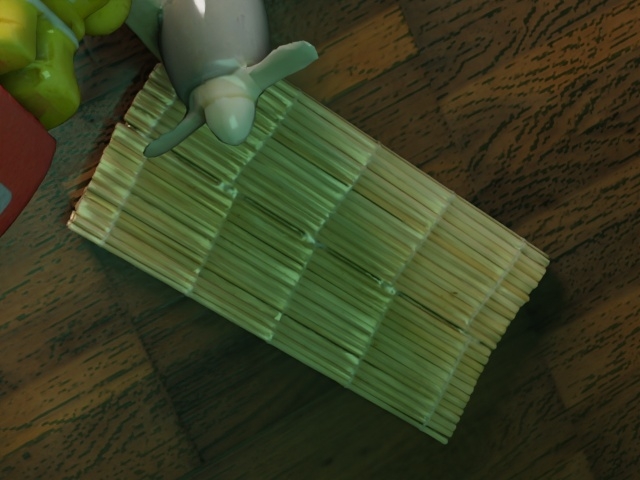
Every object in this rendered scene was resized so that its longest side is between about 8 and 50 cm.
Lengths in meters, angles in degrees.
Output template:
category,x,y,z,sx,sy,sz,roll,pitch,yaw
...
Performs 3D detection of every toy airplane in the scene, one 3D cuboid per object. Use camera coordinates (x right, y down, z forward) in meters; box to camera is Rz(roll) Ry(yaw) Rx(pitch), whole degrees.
category,x,y,z,sx,sy,sz,roll,pitch,yaw
toy airplane,-0.137,-0.192,0.768,0.386,0.272,0.384,-40,129,-57

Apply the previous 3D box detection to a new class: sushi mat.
category,x,y,z,sx,sy,sz,roll,pitch,yaw
sushi mat,0.000,0.000,1.052,0.316,0.019,0.151,32,90,-23
